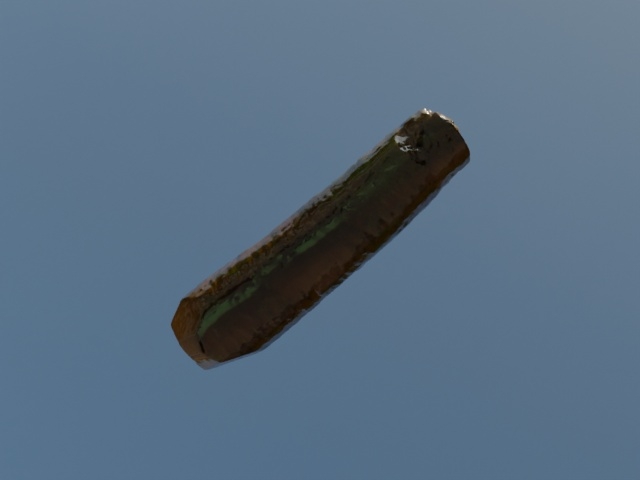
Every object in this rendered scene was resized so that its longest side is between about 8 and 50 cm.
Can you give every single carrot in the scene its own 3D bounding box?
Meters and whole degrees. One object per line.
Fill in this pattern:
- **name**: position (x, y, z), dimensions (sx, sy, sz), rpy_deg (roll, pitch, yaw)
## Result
- **carrot**: position (0.000, 0.000, 0.831), dimensions (0.260, 0.070, 0.070), rpy_deg (-41, -93, 10)
